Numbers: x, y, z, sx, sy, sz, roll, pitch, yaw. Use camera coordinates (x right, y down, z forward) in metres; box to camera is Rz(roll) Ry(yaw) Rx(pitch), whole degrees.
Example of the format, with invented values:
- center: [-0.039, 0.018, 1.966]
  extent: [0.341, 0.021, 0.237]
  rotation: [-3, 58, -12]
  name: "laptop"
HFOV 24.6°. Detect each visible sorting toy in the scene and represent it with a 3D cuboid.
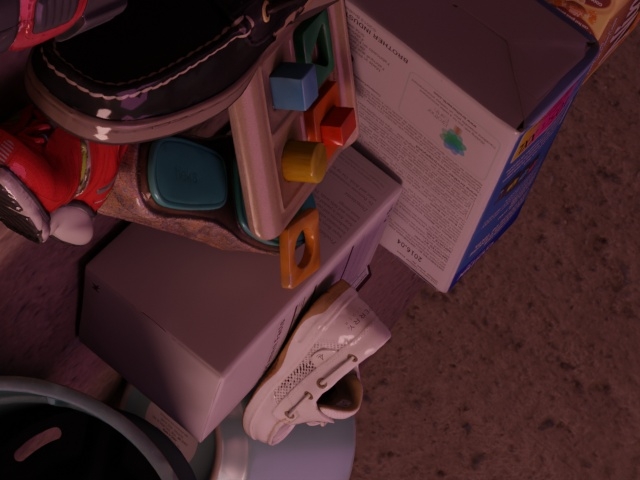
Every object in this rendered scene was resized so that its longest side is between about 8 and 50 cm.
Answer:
- center: [-0.010, -0.118, 1.313]
  extent: [0.196, 0.047, 0.347]
  rotation: [-50, 141, -47]
  name: "sorting toy"

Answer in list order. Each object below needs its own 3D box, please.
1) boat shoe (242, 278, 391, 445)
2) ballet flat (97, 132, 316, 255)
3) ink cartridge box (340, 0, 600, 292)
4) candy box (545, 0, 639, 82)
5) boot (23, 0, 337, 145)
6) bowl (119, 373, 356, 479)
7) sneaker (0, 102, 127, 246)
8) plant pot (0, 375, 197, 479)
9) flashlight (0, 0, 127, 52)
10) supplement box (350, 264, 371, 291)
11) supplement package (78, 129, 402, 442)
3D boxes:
- center: [-0.003, 0.154, 1.539]
  extent: [0.098, 0.096, 0.277]
  rotation: [-44, 169, -36]
  name: "boat shoe"
- center: [-0.114, -0.048, 1.319]
  extent: [0.316, 0.106, 0.107]
  rotation: [21, 68, -62]
  name: "ballet flat"
- center: [0.097, -0.126, 1.536]
  extent: [0.151, 0.270, 0.395]
  rotation: [-43, 165, -28]
  name: "ink cartridge box"
- center: [0.332, -0.315, 1.627]
  extent: [0.183, 0.087, 0.316]
  rotation: [-45, 167, -32]
  name: "candy box"
- center: [-0.043, -0.250, 0.986]
  extent: [0.377, 0.138, 0.284]
  rotation: [-39, 160, -39]
  name: "boot"
- center: [-0.126, 0.228, 1.763]
  extent: [0.163, 0.311, 0.311]
  rotation: [-3, 132, -50]
  name: "bowl"
- center: [-0.200, -0.070, 1.039]
  extent: [0.118, 0.107, 0.279]
  rotation: [-58, 178, 1]
  name: "sneaker"
- center: [-0.252, 0.286, 1.363]
  extent: [0.341, 0.341, 0.334]
  rotation: [-53, 176, 1]
  name: "plant pot"
- center: [-0.228, -0.122, 0.776]
  extent: [0.103, 0.103, 0.304]
  rotation: [-17, -169, 43]
  name: "flashlight"
- center: [-0.012, -0.003, 1.774]
  extent: [0.081, 0.104, 0.188]
  rotation: [-48, 151, -20]
  name: "supplement box"
- center: [-0.085, 0.025, 1.508]
  extent: [0.293, 0.177, 0.175]
  rotation: [-45, 169, -28]
  name: "supplement package"
